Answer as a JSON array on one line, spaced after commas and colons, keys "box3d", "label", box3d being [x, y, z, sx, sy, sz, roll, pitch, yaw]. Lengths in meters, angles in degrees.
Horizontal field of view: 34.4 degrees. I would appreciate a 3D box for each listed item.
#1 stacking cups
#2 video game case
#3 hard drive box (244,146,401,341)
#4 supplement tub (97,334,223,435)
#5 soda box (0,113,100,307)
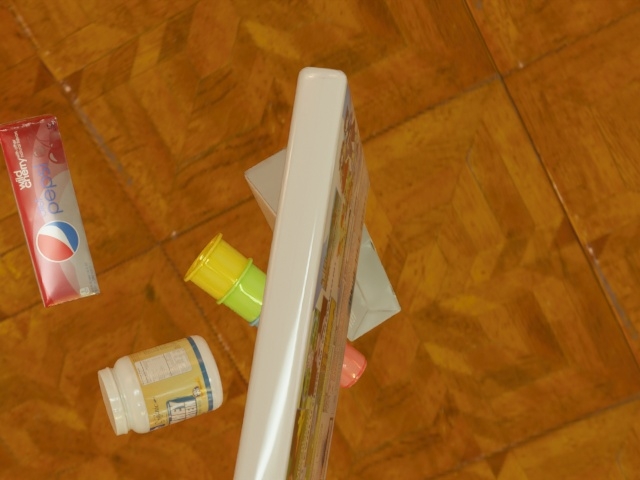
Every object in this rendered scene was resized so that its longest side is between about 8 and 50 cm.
[{"box3d": [-0.066, 0.123, 1.630, 0.316, 0.096, 0.096, 40, 109, -8], "label": "stacking cups"}, {"box3d": [-0.009, 0.074, 0.779, 0.036, 0.300, 0.329, 8, 81, 7], "label": "video game case"}, {"box3d": [0.000, 0.000, 1.459, 0.089, 0.232, 0.181, -32, 132, -7], "label": "hard drive box"}, {"box3d": [-0.292, 0.266, 1.889, 0.199, 0.144, 0.144, -16, 113, -18], "label": "supplement tub"}, {"box3d": [-0.390, -0.044, 1.482, 0.083, 0.092, 0.263, -15, 103, -15], "label": "soda box"}]
